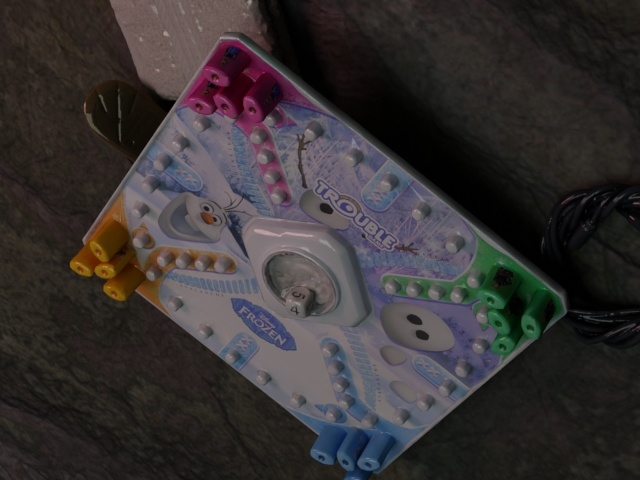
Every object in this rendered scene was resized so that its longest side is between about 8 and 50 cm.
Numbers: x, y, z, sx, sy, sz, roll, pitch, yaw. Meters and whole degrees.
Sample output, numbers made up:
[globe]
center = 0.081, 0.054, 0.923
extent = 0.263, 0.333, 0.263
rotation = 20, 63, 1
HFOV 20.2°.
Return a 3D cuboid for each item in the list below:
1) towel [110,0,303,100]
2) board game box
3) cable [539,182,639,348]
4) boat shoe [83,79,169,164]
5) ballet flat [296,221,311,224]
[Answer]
[towel]
center = -0.128, -0.255, 1.674
extent = 0.187, 0.049, 0.282
rotation = 4, 123, 40
[board game box]
center = -0.020, 0.040, 1.703
extent = 0.390, 0.050, 0.390
rotation = 39, 140, -2
[cable]
center = 0.256, 0.022, 1.557
extent = 0.184, 0.047, 0.150
rotation = -6, 116, 44
[boat shoe]
center = -0.144, -0.083, 1.806
extent = 0.223, 0.073, 0.080
rotation = 40, 97, -15
[ballet flat]
center = 0.000, 0.000, 1.759
extent = 0.073, 0.080, 0.232
rotation = 16, 139, -6
